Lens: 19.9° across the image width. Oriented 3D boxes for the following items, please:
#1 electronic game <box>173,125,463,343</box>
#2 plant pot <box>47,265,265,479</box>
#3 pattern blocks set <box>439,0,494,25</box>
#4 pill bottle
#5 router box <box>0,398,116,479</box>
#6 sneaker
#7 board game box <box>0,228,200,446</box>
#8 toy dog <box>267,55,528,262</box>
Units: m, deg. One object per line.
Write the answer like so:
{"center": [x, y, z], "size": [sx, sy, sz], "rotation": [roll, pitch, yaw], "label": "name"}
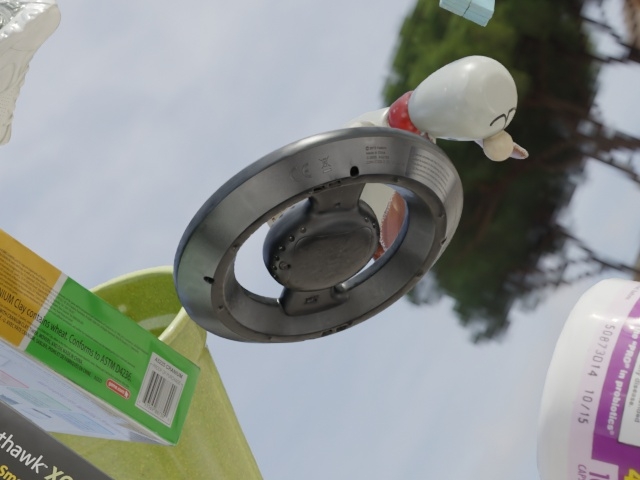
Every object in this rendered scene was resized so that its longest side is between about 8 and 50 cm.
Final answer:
{"center": [0.000, 0.000, 1.366], "size": [0.229, 0.048, 0.229], "rotation": [-16, -36, -12], "label": "electronic game"}
{"center": [-0.183, 0.205, 1.817], "size": [0.276, 0.276, 0.254], "rotation": [-47, -64, -38], "label": "plant pot"}
{"center": [0.089, -0.321, 1.671], "size": [0.026, 0.285, 0.325], "rotation": [-59, 4, 38], "label": "pattern blocks set"}
{"center": [0.302, 0.129, 1.140], "size": [0.169, 0.301, 0.169], "rotation": [-32, -53, -56], "label": "pill bottle"}
{"center": [-0.157, 0.268, 1.067], "size": [0.243, 0.308, 0.081], "rotation": [-54, -8, -21], "label": "router box"}
{"center": [-0.343, -0.156, 1.865], "size": [0.232, 0.090, 0.115], "rotation": [-42, -50, 5], "label": "sneaker"}
{"center": [-0.283, 0.065, 1.326], "size": [0.242, 0.316, 0.064], "rotation": [41, -121, -48], "label": "board game box"}
{"center": [0.080, -0.047, 1.679], "size": [0.220, 0.161, 0.333], "rotation": [-33, 4, -11], "label": "toy dog"}
